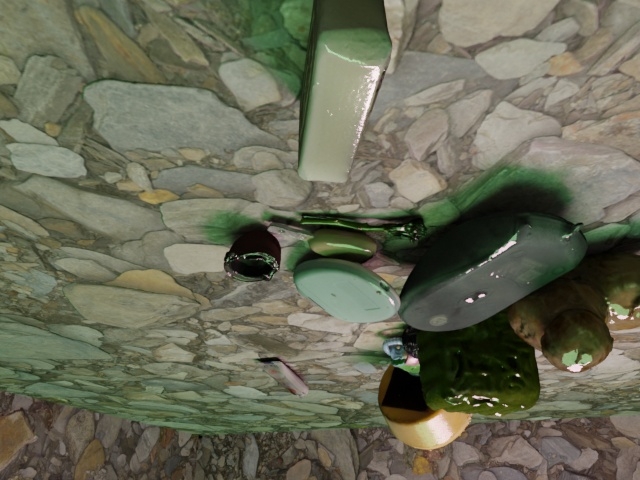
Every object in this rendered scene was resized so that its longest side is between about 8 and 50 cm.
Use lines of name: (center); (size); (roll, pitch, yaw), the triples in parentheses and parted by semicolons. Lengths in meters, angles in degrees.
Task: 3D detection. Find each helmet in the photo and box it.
helmet: (-0.120, 0.025, 0.827); (0.098, 0.071, 0.123); (24, 150, -24)

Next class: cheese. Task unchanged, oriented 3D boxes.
cheese: (0.000, 0.000, 0.807); (0.191, 0.038, 0.097); (15, 158, -17)

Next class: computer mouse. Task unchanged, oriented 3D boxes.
computer mouse: (0.281, 0.044, 0.803); (0.188, 0.122, 0.371); (19, 141, -27)

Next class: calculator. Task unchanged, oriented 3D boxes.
calculator: (0.038, 0.103, 0.901); (0.184, 0.042, 0.295); (40, 154, -16)

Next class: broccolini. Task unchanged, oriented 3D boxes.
broccolini: (0.074, -0.024, 0.782); (0.217, 0.042, 0.044); (5, 123, 2)

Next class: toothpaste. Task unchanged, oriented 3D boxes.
toothpaste: (-0.126, 0.493, 1.640); (0.099, 0.066, 0.323); (-5, 145, 19)

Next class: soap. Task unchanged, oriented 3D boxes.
soap: (0.016, -0.159, 0.460); (0.063, 0.122, 0.183); (4, 149, -8)

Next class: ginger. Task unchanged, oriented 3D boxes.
ginger: (0.470, 0.129, 0.832); (0.303, 0.156, 0.244); (-26, -169, -27)

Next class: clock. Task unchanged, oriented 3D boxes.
clock: (0.278, 0.306, 1.276); (0.193, 0.100, 0.195); (-19, 137, 30)

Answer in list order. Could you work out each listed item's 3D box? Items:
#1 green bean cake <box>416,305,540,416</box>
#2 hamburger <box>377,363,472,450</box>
green bean cake: (0.354, 0.259, 1.039); (0.246, 0.250, 0.156); (8, 150, -11)
hamburger: (0.321, 0.476, 1.376); (0.300, 0.300, 0.176); (-20, 124, 31)
